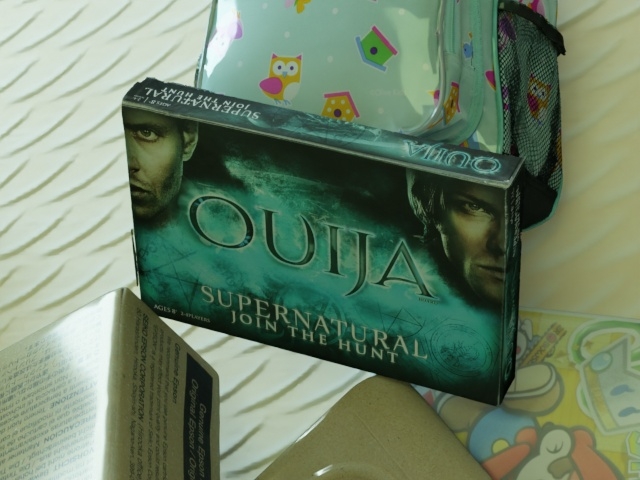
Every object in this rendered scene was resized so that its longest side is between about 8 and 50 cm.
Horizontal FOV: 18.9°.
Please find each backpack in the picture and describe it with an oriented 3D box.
[{"bbox_3d":[0.031,-0.104,0.932,0.166,0.144,0.188,-2,69,30],"label":"backpack"}]

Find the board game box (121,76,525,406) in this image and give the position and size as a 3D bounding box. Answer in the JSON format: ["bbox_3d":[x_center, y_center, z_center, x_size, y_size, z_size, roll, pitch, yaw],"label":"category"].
[{"bbox_3d":[0.000,0.000,0.879,0.186,0.126,0.026,13,39,19],"label":"board game box"}]

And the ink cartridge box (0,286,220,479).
[{"bbox_3d":[-0.161,0.157,0.907,0.234,0.088,0.193,-28,38,21],"label":"ink cartridge box"}]

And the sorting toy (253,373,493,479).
[{"bbox_3d":[0.013,0.192,0.870,0.208,0.038,0.193,-41,61,2],"label":"sorting toy"}]

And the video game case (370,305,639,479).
[{"bbox_3d":[0.105,0.143,0.877,0.206,0.026,0.227,5,75,26],"label":"video game case"}]
